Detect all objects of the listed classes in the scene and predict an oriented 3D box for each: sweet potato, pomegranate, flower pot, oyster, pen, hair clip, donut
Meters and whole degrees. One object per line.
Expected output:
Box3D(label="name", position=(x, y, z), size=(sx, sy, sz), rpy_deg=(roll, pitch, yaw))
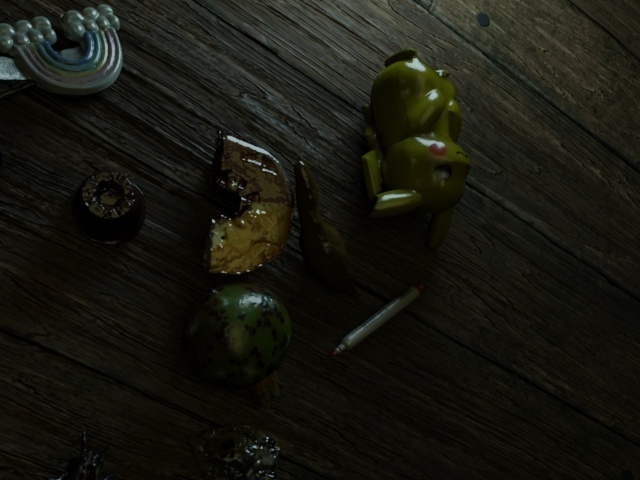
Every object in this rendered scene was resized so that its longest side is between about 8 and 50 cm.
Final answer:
Box3D(label="sweet potato", position=(-0.002, -0.001, 0.872), size=(0.074, 0.074, 0.270), rpy_deg=(-37, 120, -25))
Box3D(label="pomegranate", position=(-0.112, 0.154, 0.778), size=(0.159, 0.159, 0.205), rpy_deg=(-35, 119, -26))
Box3D(label="flower pot", position=(-0.302, -0.055, 0.768), size=(0.111, 0.089, 0.112), rpy_deg=(5, 76, -22))
Box3D(label="oyster", position=(-0.123, 0.321, 0.785), size=(0.148, 0.051, 0.103), rpy_deg=(13, 66, -10))
Box3D(label="pen", position=(0.101, 0.138, 0.935), size=(0.218, 0.026, 0.026), rpy_deg=(-33, 93, -26))
Box3D(label="hair clip", position=(-0.390, -0.272, 0.805), size=(0.220, 0.054, 0.140), rpy_deg=(-28, 84, -29))
Box3D(label="donut", position=(-0.121, -0.043, 0.846), size=(0.141, 0.085, 0.218), rpy_deg=(13, 75, -21))

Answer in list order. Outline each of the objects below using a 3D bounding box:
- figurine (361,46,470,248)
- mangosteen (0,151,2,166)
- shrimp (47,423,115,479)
Box3D(label="figurine", position=(0.165, -0.165, 0.949), size=(0.218, 0.169, 0.327), rpy_deg=(6, 69, -46))
Box3D(label="mangosteen", position=(-0.524, -0.105, 0.597), size=(0.297, 0.293, 0.297), rpy_deg=(26, 45, -30))
Box3D(label="shrimp", position=(-0.321, 0.434, 0.622), size=(0.221, 0.166, 0.411), rpy_deg=(14, 66, 8))
